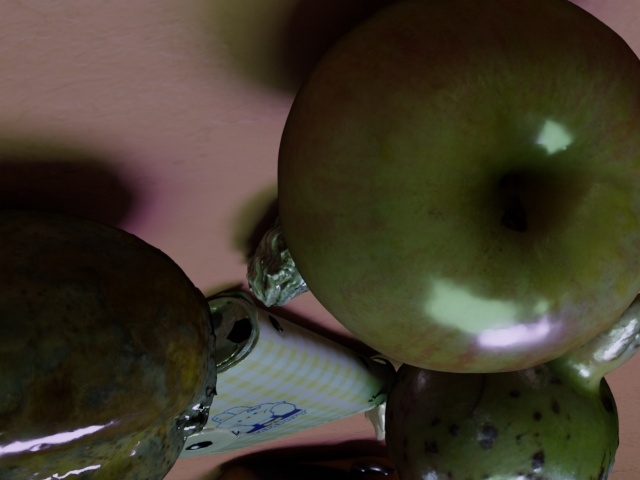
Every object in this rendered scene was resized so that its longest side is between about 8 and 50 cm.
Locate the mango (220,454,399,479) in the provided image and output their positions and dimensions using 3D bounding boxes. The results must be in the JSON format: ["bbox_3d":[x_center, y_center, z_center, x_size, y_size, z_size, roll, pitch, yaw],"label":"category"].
[{"bbox_3d":[0.003,0.331,2.083,0.287,0.153,0.201,-2,163,-25],"label":"mango"}]

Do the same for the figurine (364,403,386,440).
[{"bbox_3d":[0.075,0.171,1.902,0.050,0.047,0.083,-24,154,-18],"label":"figurine"}]

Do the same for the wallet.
[{"bbox_3d":[-0.083,0.139,1.689,0.223,0.077,0.309,-26,156,16],"label":"wallet"}]

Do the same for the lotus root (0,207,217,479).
[{"bbox_3d":[-0.238,0.093,1.261,0.346,0.250,0.250,-5,155,-26],"label":"lotus root"}]

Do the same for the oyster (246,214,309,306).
[{"bbox_3d":[0.000,0.000,1.428,0.177,0.064,0.125,-36,167,19],"label":"oyster"}]

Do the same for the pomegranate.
[{"bbox_3d":[0.202,0.148,1.741,0.306,0.242,0.242,-49,154,-1],"label":"pomegranate"}]

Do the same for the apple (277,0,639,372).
[{"bbox_3d":[0.095,-0.041,1.167,0.257,0.257,0.234,-11,-170,-12],"label":"apple"}]
